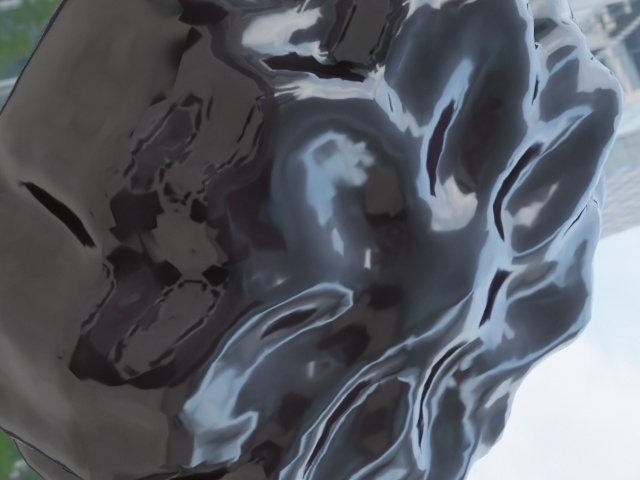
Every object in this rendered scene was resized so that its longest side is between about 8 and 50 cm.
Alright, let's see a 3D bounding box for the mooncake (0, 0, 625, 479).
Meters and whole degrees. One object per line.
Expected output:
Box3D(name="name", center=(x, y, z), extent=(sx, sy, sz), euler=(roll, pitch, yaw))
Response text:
Box3D(name="mooncake", center=(0.000, 0.000, 0.562), extent=(0.141, 0.283, 0.283), euler=(26, -52, 39))
